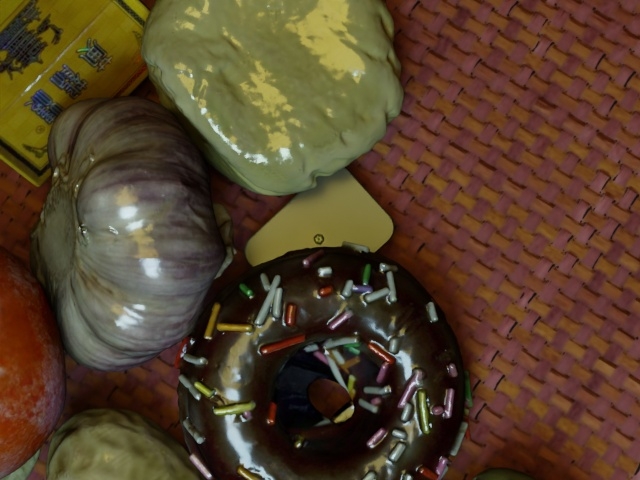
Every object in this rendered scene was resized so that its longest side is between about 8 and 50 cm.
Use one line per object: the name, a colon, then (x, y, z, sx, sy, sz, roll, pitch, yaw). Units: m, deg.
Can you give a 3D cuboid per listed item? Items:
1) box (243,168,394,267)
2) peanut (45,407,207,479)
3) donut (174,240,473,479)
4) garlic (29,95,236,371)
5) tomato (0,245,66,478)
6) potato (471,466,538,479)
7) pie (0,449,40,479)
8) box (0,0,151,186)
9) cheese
box: (0.000, 0.000, 1.623, 0.126, 0.031, 0.091, -44, 82, 2)
peanut: (-0.136, 0.294, 1.563, 0.153, 0.140, 0.325, -23, 82, -28)
donut: (0.004, 0.133, 1.552, 0.270, 0.103, 0.269, 0, 91, -8)
garlic: (-0.161, -0.010, 1.560, 0.160, 0.245, 0.245, -4, 85, -27)
tomato: (-0.325, 0.107, 1.486, 0.232, 0.188, 0.232, 11, 114, 26)
potato: (0.136, 0.326, 1.526, 0.165, 0.165, 0.262, 21, 95, 8)
pie: (-0.414, 0.146, 1.641, 0.339, 0.083, 0.339, -1, 86, 10)
box: (-0.287, -0.202, 1.546, 0.193, 0.301, 0.084, -45, 47, 3)
cheese: (-0.038, -0.161, 1.575, 0.214, 0.117, 0.226, -37, 100, -8)
